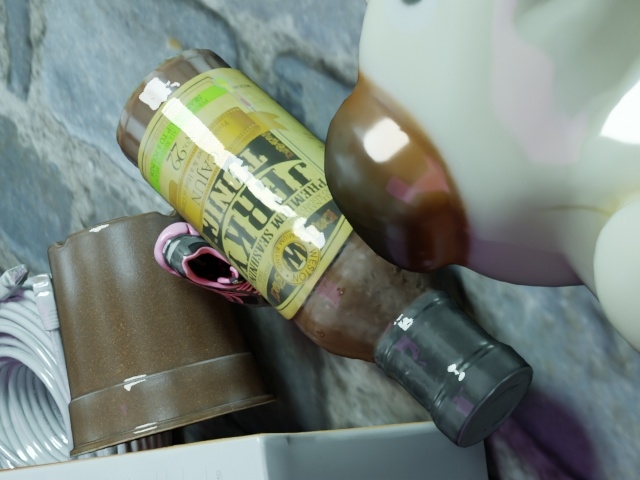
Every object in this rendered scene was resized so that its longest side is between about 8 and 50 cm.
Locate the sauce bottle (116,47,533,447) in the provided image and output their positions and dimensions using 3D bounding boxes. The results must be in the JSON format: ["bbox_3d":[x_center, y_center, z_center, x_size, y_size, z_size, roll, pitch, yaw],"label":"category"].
[{"bbox_3d":[0.000,0.000,0.895,0.344,0.111,0.111,41,129,26],"label":"sauce bottle"}]

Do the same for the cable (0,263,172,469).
[{"bbox_3d":[-0.243,0.156,1.205,0.257,0.089,0.257,-28,85,47],"label":"cable"}]

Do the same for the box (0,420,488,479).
[{"bbox_3d":[-0.072,0.230,0.936,0.345,0.215,0.168,-16,77,43],"label":"box"}]

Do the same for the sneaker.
[{"bbox_3d":[-0.063,0.026,0.960,0.057,0.119,0.047,29,99,61],"label":"sneaker"}]

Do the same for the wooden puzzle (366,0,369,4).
[{"bbox_3d":[0.064,-0.269,0.674,0.322,0.080,0.348,6,145,46],"label":"wooden puzzle"}]

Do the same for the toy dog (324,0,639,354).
[{"bbox_3d":[0.208,-0.030,0.560,0.408,0.285,0.395,34,164,13],"label":"toy dog"}]

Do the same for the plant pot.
[{"bbox_3d":[-0.135,0.069,1.027,0.167,0.167,0.165,-23,79,46],"label":"plant pot"}]
